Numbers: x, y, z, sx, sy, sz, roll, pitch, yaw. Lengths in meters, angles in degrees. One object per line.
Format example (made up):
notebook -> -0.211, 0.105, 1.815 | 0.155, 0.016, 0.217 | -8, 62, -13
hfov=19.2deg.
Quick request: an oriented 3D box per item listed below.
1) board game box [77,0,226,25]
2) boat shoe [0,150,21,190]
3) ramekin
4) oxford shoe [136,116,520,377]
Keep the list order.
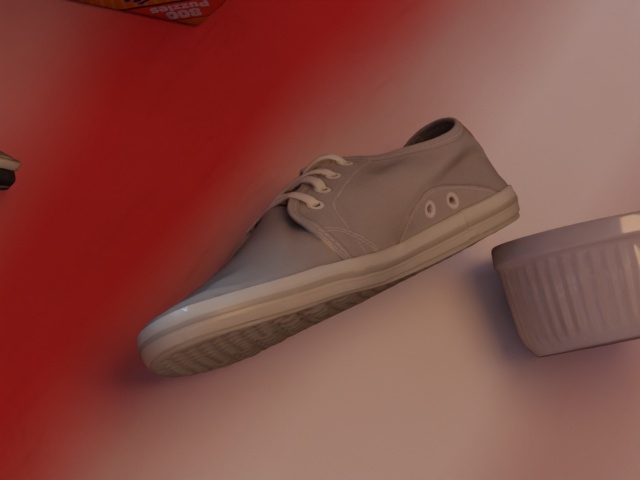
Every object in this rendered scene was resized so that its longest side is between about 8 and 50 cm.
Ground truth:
board game box -> -0.180, -0.436, 1.551 | 0.356, 0.356, 0.357 | 8, 66, -31
boat shoe -> -0.342, -0.049, 1.471 | 0.233, 0.084, 0.079 | -2, 109, -41
ramekin -> 0.267, 0.040, 1.745 | 0.207, 0.207, 0.109 | -6, 83, -35
oxford shoe -> 0.000, 0.000, 1.608 | 0.449, 0.169, 0.130 | -26, 88, -45
